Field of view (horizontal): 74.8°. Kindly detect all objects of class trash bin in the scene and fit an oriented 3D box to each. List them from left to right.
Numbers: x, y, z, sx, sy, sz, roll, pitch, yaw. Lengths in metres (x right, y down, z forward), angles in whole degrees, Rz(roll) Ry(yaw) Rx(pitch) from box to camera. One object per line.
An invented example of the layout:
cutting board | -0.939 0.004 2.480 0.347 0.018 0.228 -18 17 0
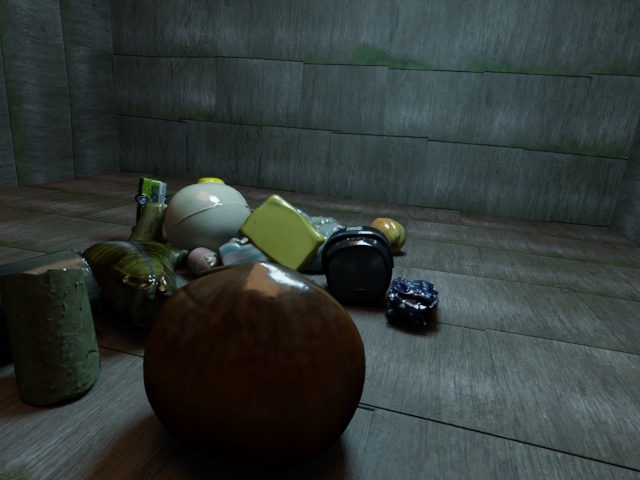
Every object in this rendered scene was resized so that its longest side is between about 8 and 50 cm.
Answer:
trash bin | -0.720 0.147 0.999 0.203 0.252 0.301 17 25 33

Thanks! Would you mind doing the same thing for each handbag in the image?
handbag | 0.297 0.187 1.351 0.162 0.113 0.260 14 10 13

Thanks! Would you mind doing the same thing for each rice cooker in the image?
rice cooker | 0.130 0.073 1.448 0.267 0.267 0.224 6 20 6

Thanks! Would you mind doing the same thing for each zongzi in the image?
zongzi | -0.706 -0.026 1.628 0.115 0.228 0.256 20 23 24
zongzi | -0.469 0.106 1.271 0.403 0.208 0.432 14 16 34

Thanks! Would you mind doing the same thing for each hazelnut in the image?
hazelnut | -0.116 0.212 0.792 0.409 0.359 0.359 16 17 7

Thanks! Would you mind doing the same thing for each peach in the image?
peach | 0.307 -0.022 1.980 0.184 0.184 0.184 4 16 -1

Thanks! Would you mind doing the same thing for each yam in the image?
yam | -0.567 0.188 0.886 0.161 0.268 0.161 -8 5 1

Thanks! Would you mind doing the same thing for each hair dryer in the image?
hair dryer | -0.310 0.096 1.583 0.344 0.107 0.189 2 11 -43

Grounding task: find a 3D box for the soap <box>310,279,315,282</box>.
soap | -0.101 0.193 1.259 0.162 0.099 0.250 6 14 34

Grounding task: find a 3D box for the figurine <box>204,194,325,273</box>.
figurine | -0.183 0.054 1.470 0.361 0.266 0.378 -31 -9 -11

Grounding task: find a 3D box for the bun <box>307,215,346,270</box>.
bun | -0.004 -0.002 1.778 0.354 0.194 0.354 6 17 -2

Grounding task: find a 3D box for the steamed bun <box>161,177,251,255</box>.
steamed bun | -0.451 -0.079 1.697 0.334 0.334 0.374 11 0 23

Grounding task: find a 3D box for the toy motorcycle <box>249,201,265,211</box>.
toy motorcycle | -0.285 -0.129 2.294 0.182 0.124 0.272 16 17 5

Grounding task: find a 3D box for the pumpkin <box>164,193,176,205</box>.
pumpkin | -0.629 -0.114 2.004 0.300 0.207 0.300 9 2 0

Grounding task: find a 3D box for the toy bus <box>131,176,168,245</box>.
toy bus | -0.724 -0.114 1.800 0.139 0.302 0.113 1 12 -34
